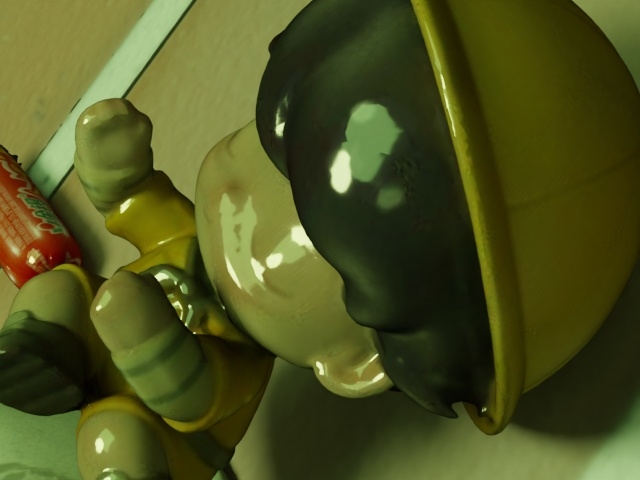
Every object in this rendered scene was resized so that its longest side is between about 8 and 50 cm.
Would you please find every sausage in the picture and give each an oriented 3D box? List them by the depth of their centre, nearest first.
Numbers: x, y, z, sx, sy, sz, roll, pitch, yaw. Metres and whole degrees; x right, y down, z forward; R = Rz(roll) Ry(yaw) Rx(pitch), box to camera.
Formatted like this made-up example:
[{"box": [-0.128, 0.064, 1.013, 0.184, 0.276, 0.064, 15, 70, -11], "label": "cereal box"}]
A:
[{"box": [-0.163, -0.008, 0.840, 0.048, 0.050, 0.145, -16, 34, -22], "label": "sausage"}]

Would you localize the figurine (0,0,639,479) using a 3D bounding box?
[{"box": [0.003, 0.001, 0.585, 0.257, 0.167, 0.192, -32, 63, 21], "label": "figurine"}]

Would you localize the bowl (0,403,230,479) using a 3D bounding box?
[{"box": [-0.194, 0.174, 0.661, 0.313, 0.146, 0.313, -25, 46, 29], "label": "bowl"}]
